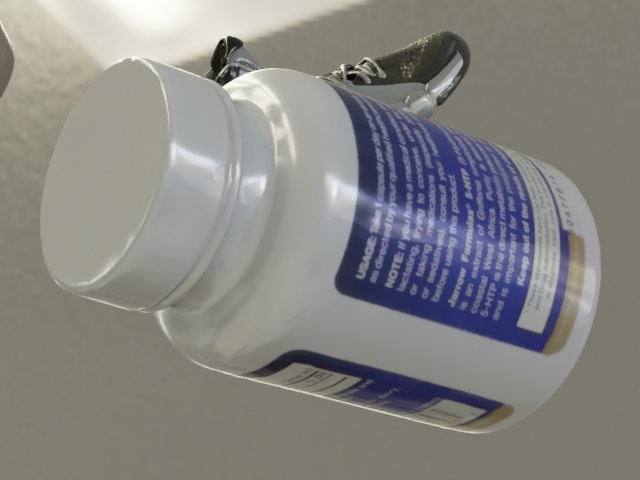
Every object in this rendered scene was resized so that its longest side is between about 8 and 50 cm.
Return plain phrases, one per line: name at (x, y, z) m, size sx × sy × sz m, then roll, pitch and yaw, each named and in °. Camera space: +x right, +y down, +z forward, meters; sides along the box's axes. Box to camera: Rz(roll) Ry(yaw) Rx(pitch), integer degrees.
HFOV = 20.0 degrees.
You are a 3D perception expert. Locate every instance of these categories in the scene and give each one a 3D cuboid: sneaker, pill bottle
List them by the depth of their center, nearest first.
pill bottle at (0.000, 0.000, 0.659) m, size 0.187 × 0.112 × 0.112 m, roll 18°, pitch -36°, yaw -35°
sneaker at (-0.008, -0.109, 1.292) m, size 0.132 × 0.229 × 0.086 m, roll 53°, pitch -10°, yaw -13°

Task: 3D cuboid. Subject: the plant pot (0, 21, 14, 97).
plant pot at (-0.478, -0.228, 1.632) m, size 0.323 × 0.323 × 0.280 m, roll -9°, pitch -54°, yaw 14°
